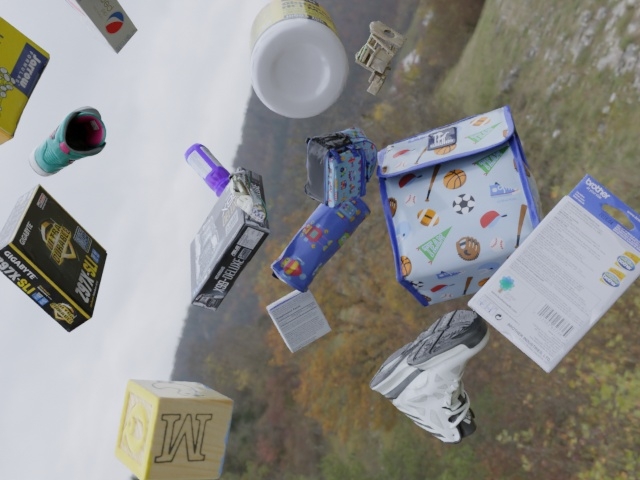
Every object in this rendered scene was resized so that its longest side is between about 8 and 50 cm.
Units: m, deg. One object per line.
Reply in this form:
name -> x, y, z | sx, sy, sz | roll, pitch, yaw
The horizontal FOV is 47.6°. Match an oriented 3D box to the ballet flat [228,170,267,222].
ballet flat -> -0.126, -0.072, 1.206 | 0.114, 0.041, 0.041 | 60, 148, 34

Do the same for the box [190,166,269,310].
box -> -0.246, -0.005, 1.916 | 0.307, 0.076, 0.242 | -53, 31, 31

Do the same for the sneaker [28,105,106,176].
sneaker -> -0.630, -0.294, 1.923 | 0.178, 0.124, 0.295 | -19, 31, 31

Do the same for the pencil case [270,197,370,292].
pencil case -> 0.000, 0.000, 1.902 | 0.306, 0.119, 0.133 | -51, -27, -4

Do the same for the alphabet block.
alphabet block -> -0.344, 0.442, 1.700 | 0.192, 0.197, 0.193 | 6, 86, 53

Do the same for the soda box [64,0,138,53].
soda box -> -0.435, -0.453, 1.393 | 0.069, 0.074, 0.216 | -52, -15, -8

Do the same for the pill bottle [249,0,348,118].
pill bottle -> -0.052, -0.391, 1.479 | 0.334, 0.188, 0.188 | -101, 25, -59

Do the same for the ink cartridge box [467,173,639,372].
ink cartridge box -> 0.436, 0.058, 1.286 | 0.311, 0.186, 0.065 | -50, -15, 9

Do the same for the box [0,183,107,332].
box -> -0.643, 0.037, 1.747 | 0.079, 0.257, 0.322 | -32, 27, 8

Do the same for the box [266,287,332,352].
box -> -0.059, 0.213, 1.974 | 0.126, 0.137, 0.072 | -29, 9, -8

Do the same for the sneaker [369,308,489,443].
sneaker -> 0.327, 0.340, 1.762 | 0.169, 0.257, 0.447 | -47, -1, -36

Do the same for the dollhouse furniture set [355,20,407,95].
dollhouse furniture set -> 0.124, -0.457, 1.917 | 0.161, 0.101, 0.182 | -56, -3, -43

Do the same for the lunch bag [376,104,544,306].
lunch bag -> 0.308, -0.096, 1.602 | 0.239, 0.328, 0.385 | 44, -146, -56

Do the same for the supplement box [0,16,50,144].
supplement box -> -0.683, -0.255, 1.280 | 0.356, 0.195, 0.194 | -16, 51, 35

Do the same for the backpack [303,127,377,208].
backpack -> 0.059, -0.168, 1.627 | 0.173, 0.117, 0.158 | -21, -50, -33

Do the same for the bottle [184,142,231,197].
bottle -> -0.382, -0.235, 2.644 | 0.092, 0.283, 0.118 | -44, -24, 2
